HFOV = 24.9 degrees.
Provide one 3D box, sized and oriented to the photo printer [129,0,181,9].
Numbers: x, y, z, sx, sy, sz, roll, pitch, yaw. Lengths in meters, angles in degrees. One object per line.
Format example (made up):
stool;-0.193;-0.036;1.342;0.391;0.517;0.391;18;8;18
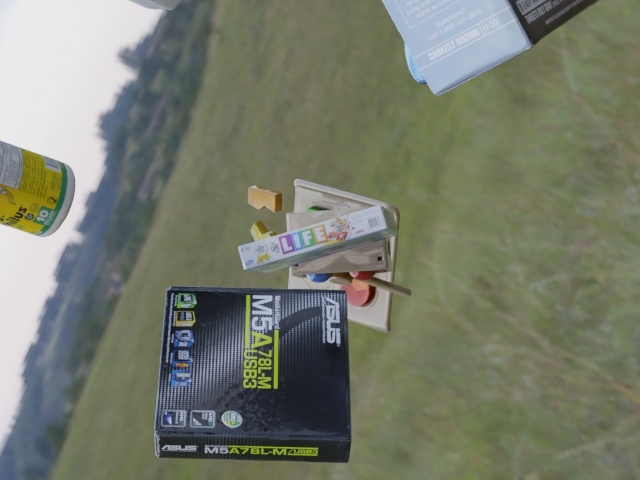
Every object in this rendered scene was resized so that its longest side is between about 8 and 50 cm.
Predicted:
photo printer;-0.190;-0.370;1.390;0.256;0.107;0.307;-61;-23;9

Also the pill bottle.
pill bottle;-0.469;-0.086;2.085;0.117;0.208;0.117;-27;53;43

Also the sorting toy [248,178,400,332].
sorting toy;-0.006;0.016;2.421;0.041;0.307;0.229;-22;-59;-48

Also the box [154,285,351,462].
box;-0.063;0.127;1.407;0.045;0.184;0.191;91;179;-46

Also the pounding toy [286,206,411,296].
pounding toy;0.035;0.018;1.680;0.141;0.130;0.100;33;-127;-83

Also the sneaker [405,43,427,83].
sneaker;0.147;-0.311;2.159;0.073;0.063;0.162;-42;-48;-63

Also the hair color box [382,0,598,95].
hair color box;0.092;-0.338;1.296;0.113;0.374;0.185;-26;7;36

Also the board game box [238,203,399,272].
board game box;0.000;0.000;1.520;0.103;0.154;0.026;21;-127;-80
